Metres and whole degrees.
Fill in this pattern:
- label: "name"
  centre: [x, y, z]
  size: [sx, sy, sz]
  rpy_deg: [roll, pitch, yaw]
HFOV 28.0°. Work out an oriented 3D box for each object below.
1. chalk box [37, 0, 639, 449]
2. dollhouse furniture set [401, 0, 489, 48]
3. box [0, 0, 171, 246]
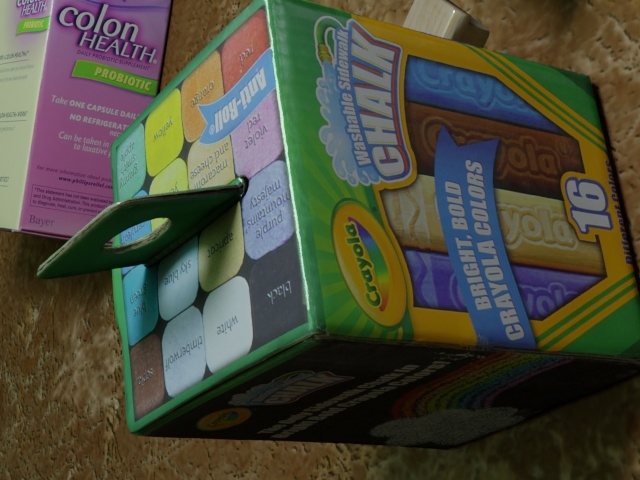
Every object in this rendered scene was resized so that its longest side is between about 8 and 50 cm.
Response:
- label: "chalk box"
  centre: [0.000, 0.000, 0.676]
  size: [0.180, 0.289, 0.179]
  rpy_deg: [-32, 57, 46]
- label: "dollhouse furniture set"
  centre: [0.016, -0.320, 0.751]
  size: [0.303, 0.174, 0.355]
  rpy_deg: [47, 120, 49]
- label: "box"
  centre: [-0.256, -0.124, 1.216]
  size: [0.213, 0.117, 0.243]
  rpy_deg: [5, 87, 55]
